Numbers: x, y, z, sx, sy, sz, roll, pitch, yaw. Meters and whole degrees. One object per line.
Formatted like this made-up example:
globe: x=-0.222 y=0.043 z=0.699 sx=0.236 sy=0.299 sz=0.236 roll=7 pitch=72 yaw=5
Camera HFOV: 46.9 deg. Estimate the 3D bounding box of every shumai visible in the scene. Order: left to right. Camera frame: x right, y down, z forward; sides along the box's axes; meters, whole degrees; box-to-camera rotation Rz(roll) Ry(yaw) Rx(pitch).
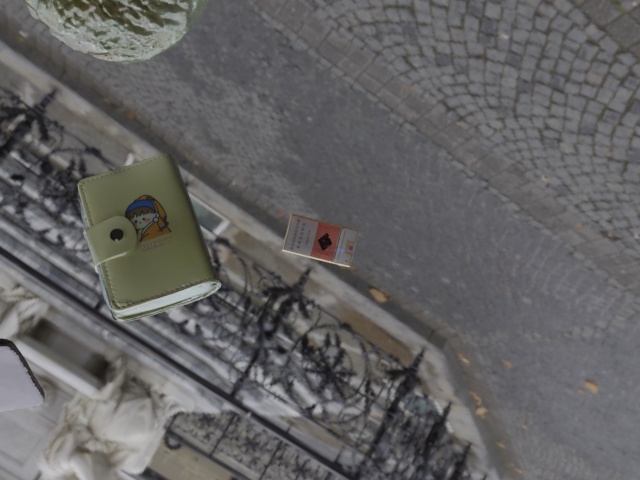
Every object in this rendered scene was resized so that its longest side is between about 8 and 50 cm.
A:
shumai: x=-0.232 y=-0.338 z=0.855 sx=0.222 sy=0.271 sz=0.203 roll=1 pitch=-173 yaw=-6

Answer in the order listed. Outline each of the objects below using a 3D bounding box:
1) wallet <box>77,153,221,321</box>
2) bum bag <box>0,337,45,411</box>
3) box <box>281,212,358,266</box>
wallet: x=-0.175 y=-0.003 z=0.733 sx=0.039 sy=0.110 sz=0.155 roll=95 pitch=155 yaw=-63
bum bag: x=-0.348 y=0.140 z=0.683 sx=0.159 sy=0.026 sz=0.109 roll=-11 pitch=136 yaw=-4
box: x=0.000 y=0.000 z=0.867 sx=0.083 sy=0.046 sz=0.012 roll=14 pitch=178 yaw=-11
